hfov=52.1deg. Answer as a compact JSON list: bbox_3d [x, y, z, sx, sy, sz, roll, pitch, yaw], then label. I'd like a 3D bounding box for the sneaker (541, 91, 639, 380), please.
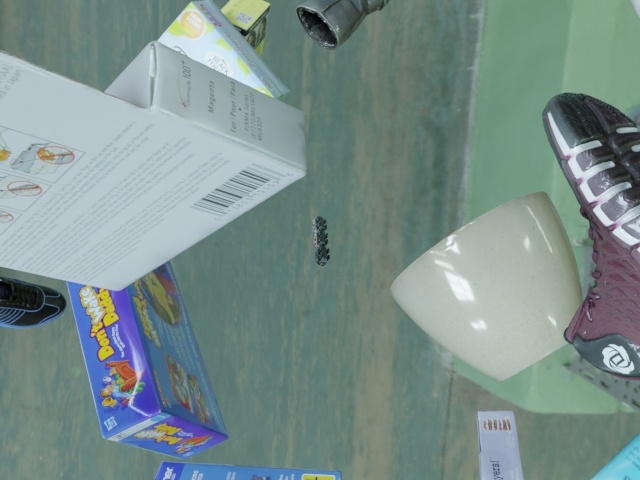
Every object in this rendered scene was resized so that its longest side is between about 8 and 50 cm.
[{"bbox_3d":[0.248,0.017,0.576,0.106,0.162,0.281,-9,60,-31],"label":"sneaker"}]

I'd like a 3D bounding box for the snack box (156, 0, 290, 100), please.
[{"bbox_3d":[-0.179,-0.211,0.951,0.207,0.070,0.174,-38,98,27],"label":"snack box"}]

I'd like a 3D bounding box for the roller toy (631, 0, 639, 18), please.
[{"bbox_3d":[0.418,-0.305,0.669,0.209,0.146,0.191,-29,104,-32],"label":"roller toy"}]

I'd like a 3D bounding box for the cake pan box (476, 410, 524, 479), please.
[{"bbox_3d":[0.284,0.441,1.009,0.070,0.267,0.246,-6,114,13],"label":"cake pan box"}]

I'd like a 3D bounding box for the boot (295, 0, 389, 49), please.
[{"bbox_3d":[0.018,-0.463,1.233,0.189,0.076,0.208,42,59,7],"label":"boot"}]

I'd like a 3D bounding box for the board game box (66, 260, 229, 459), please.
[{"bbox_3d":[-0.256,0.120,0.933,0.078,0.233,0.347,-26,62,1],"label":"board game box"}]

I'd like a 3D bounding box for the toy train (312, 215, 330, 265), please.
[{"bbox_3d":[0.000,0.000,1.429,0.027,0.158,0.036,19,125,-18],"label":"toy train"}]

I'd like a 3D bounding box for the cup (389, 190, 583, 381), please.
[{"bbox_3d":[0.322,0.105,1.156,0.331,0.331,0.237,-28,73,-7],"label":"cup"}]

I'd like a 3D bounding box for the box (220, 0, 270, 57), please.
[{"bbox_3d":[-0.139,-0.275,1.061,0.058,0.232,0.087,25,51,4],"label":"box"}]

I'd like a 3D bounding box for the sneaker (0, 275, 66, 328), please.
[{"bbox_3d":[-0.549,0.104,1.145,0.232,0.090,0.081,7,66,-44],"label":"sneaker"}]

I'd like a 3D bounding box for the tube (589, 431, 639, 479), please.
[{"bbox_3d":[0.228,0.075,0.330,0.207,0.080,0.052,-47,110,-1],"label":"tube"}]

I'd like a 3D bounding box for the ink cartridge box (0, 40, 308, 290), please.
[{"bbox_3d":[-0.186,-0.049,0.473,0.239,0.275,0.060,19,57,-39],"label":"ink cartridge box"}]

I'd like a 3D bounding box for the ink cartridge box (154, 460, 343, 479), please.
[{"bbox_3d":[-0.147,0.531,1.167,0.395,0.151,0.270,0,131,13],"label":"ink cartridge box"}]
